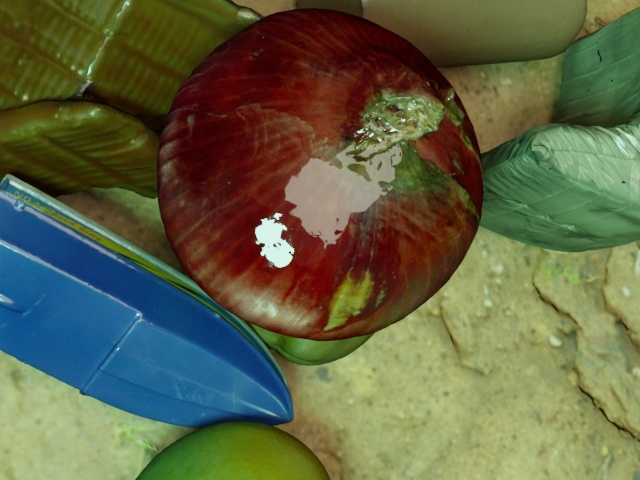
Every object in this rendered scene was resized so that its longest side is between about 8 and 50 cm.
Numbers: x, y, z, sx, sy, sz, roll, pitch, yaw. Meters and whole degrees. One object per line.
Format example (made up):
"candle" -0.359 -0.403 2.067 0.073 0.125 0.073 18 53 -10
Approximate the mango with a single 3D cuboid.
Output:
"mango" -0.097 0.243 0.862 0.251 0.114 0.156 -44 120 -21

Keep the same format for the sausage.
"sausage" 0.116 -0.215 1.028 0.252 0.123 0.123 -8 83 -23

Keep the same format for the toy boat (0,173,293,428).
"toy boat" -0.144 0.069 0.883 0.295 0.129 0.088 30 30 -16

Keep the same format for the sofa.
"sofa" 0.232 -0.116 1.012 0.176 0.210 0.225 20 77 -15

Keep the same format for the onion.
"onion" 0.004 -0.053 0.798 0.248 0.161 0.248 1 57 -2

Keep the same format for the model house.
"model house" -0.182 -0.126 0.884 0.219 0.199 0.229 36 95 28

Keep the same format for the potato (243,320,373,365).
"potato" 0.003 0.000 0.935 0.154 0.137 0.200 30 70 -15
